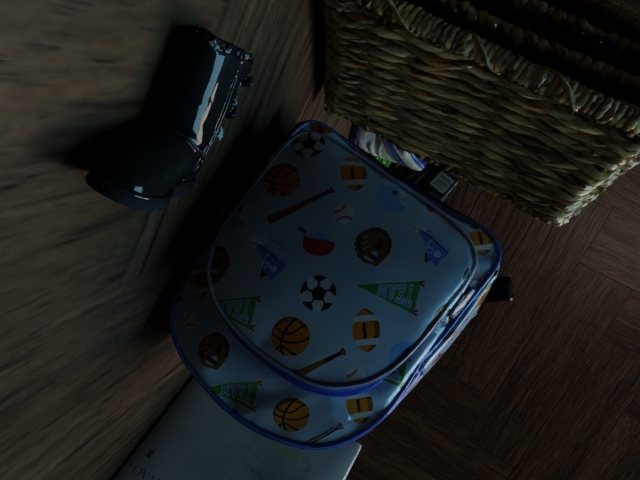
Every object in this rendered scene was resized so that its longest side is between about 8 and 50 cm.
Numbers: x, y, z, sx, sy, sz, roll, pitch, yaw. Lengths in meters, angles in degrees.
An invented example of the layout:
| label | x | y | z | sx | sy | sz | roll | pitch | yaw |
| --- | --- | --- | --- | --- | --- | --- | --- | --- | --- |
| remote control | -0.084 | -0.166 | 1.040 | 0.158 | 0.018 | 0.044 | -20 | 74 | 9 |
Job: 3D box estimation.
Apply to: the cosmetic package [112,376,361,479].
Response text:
| label | x | y | z | sx | sy | sz | roll | pitch | yaw |
| --- | --- | --- | --- | --- | --- | --- | --- | --- | --- |
| cosmetic package | -0.106 | 0.301 | 0.782 | 0.225 | 0.224 | 0.138 | -53 | 168 | -42 |

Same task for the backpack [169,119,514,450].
| label | x | y | z | sx | sy | sz | roll | pitch | yaw |
| --- | --- | --- | --- | --- | --- | --- | --- | --- | --- |
| backpack | 0.005 | 0.051 | 0.590 | 0.263 | 0.276 | 0.213 | -54 | 166 | -2 |

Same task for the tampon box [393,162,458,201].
| label | x | y | z | sx | sy | sz | roll | pitch | yaw |
| --- | --- | --- | --- | --- | --- | --- | --- | --- | --- |
| tampon box | 0.166 | -0.066 | 1.228 | 0.120 | 0.101 | 0.161 | -45 | 166 | -25 |

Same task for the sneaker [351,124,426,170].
| label | x | y | z | sx | sy | sz | roll | pitch | yaw |
| --- | --- | --- | --- | --- | --- | --- | --- | --- | --- |
| sneaker | 0.138 | -0.218 | 0.874 | 0.112 | 0.131 | 0.296 | -53 | 167 | -32 |

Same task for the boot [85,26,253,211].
| label | x | y | z | sx | sy | sz | roll | pitch | yaw |
| --- | --- | --- | --- | --- | --- | --- | --- | --- | --- |
| boot | -0.080 | -0.072 | 0.372 | 0.099 | 0.045 | 0.121 | -61 | 178 | 13 |

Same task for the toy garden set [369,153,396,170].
| label | x | y | z | sx | sy | sz | roll | pitch | yaw |
| --- | --- | --- | --- | --- | --- | --- | --- | --- | --- |
| toy garden set | 0.104 | -0.160 | 1.135 | 0.204 | 0.049 | 0.244 | -60 | 170 | 1 |

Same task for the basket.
| label | x | y | z | sx | sy | sz | roll | pitch | yaw |
| --- | --- | --- | --- | --- | --- | --- | --- | --- | --- |
| basket | 0.171 | -0.188 | 0.596 | 0.213 | 0.299 | 0.223 | -59 | 171 | -14 |
